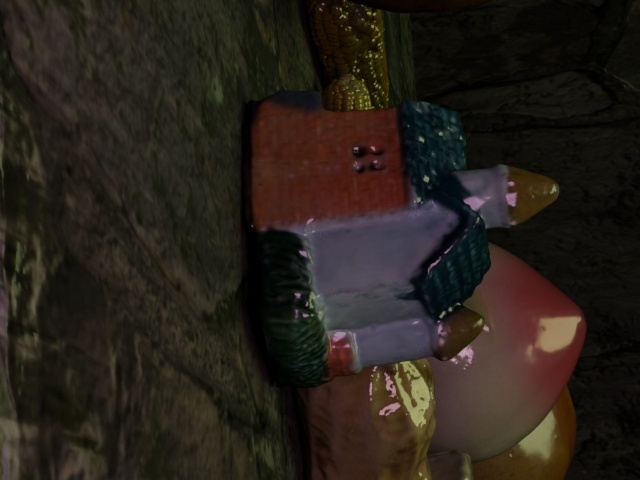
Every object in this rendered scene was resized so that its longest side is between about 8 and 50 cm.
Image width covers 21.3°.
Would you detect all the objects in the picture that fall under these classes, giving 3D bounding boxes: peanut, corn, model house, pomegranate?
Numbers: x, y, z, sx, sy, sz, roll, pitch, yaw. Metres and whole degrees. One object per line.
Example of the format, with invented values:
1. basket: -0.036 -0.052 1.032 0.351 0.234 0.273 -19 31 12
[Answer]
1. peanut: 0.053 0.206 1.716 0.140 0.153 0.325 -17 102 -43
2. corn: 0.035 -0.105 2.109 0.067 0.067 0.206 6 82 -82
3. model house: 0.078 -0.007 1.567 0.184 0.291 0.253 63 23 -58
4. corn: 0.039 -0.247 2.142 0.320 0.097 0.097 74 13 -61
5. pomegranate: 0.209 0.253 2.413 0.319 0.319 0.319 -5 90 -82

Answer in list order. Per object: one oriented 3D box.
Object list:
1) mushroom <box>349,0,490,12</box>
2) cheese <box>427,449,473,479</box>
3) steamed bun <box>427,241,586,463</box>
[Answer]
1. mushroom: 0.123 -0.421 1.902 0.334 0.331 0.356 153 -54 -74
2. cheese: 0.109 0.412 1.952 0.332 0.153 0.292 -88 174 -47
3. steamed bun: 0.195 0.128 2.136 0.309 0.309 0.309 -5 90 -82
